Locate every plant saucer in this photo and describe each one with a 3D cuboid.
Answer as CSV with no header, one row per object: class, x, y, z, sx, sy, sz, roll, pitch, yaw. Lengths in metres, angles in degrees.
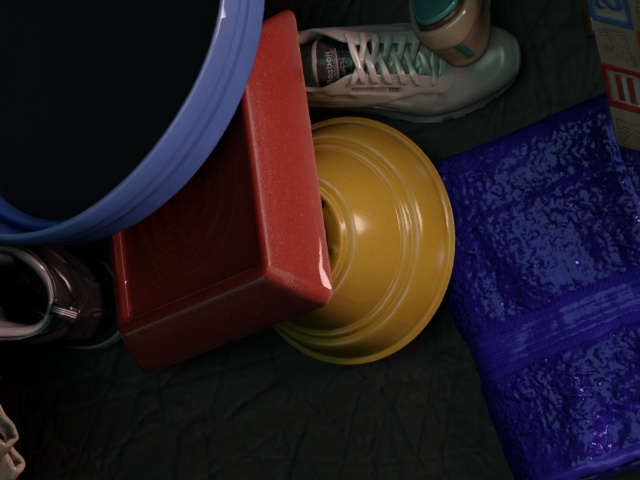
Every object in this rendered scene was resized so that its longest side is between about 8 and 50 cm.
plant saucer,-0.107,-0.039,1.648,0.259,0.047,0.258,-23,69,45

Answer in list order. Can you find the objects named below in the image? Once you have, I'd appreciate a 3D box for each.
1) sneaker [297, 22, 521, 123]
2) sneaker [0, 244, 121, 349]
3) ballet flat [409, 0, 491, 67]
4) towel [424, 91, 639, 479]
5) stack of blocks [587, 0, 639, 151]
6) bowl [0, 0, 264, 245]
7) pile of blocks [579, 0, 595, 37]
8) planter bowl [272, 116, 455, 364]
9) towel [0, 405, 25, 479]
sneaker,0.056,-0.150,1.666,0.235,0.095,0.090,-5,83,13
sneaker,-0.309,0.025,1.725,0.268,0.153,0.101,18,91,16
ballet flat,0.111,-0.251,1.655,0.086,0.086,0.248,-11,53,15
towel,0.218,0.043,1.615,0.227,0.076,0.308,-23,80,12
stack of blocks,0.291,-0.191,1.446,0.171,0.297,0.087,20,53,40
bowl,-0.210,-0.182,1.652,0.391,0.077,0.391,-11,70,34
pile of blocks,0.336,-0.316,1.566,0.149,0.112,0.362,31,90,0
planter bowl,0.000,0.000,1.644,0.217,0.090,0.217,0,89,31
towel,-0.409,0.138,1.738,0.312,0.056,0.324,55,131,14
